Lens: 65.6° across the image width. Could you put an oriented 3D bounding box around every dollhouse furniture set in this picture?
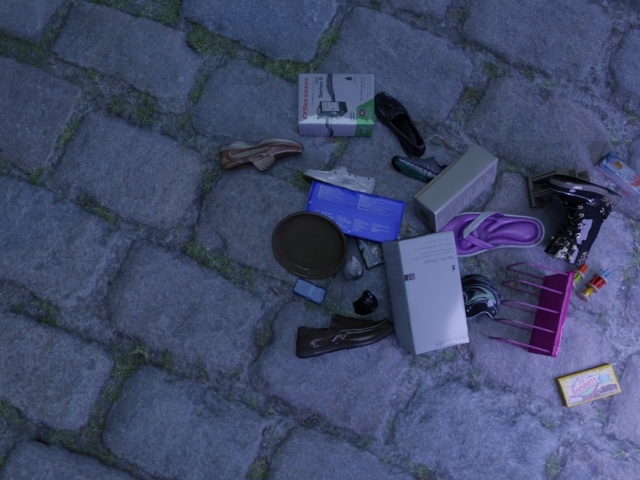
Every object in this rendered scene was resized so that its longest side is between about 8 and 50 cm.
[{"bbox_3d":[0.901,-0.193,1.867,0.184,0.129,0.129,1,81,-30],"label":"dollhouse furniture set"}]

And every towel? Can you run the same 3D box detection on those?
[{"bbox_3d":[-0.040,0.189,1.839,0.119,0.029,0.067,25,82,3],"label":"towel"}]

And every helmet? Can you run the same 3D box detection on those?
[{"bbox_3d":[0.555,0.204,1.772,0.162,0.169,0.169,-13,82,7],"label":"helmet"}]

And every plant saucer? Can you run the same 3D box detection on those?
[{"bbox_3d":[-0.038,0.015,1.793,0.278,0.041,0.278,5,119,9],"label":"plant saucer"}]

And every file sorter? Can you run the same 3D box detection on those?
[{"bbox_3d":[0.729,0.236,1.745,0.182,0.202,0.290,16,82,4],"label":"file sorter"}]

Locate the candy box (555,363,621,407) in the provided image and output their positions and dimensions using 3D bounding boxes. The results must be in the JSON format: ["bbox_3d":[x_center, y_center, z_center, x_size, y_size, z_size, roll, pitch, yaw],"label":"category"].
[{"bbox_3d":[0.965,0.521,1.789,0.206,0.027,0.105,-15,78,-2],"label":"candy box"}]

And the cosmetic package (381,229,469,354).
[{"bbox_3d":[0.357,0.173,1.702,0.217,0.156,0.385,-11,91,-15],"label":"cosmetic package"}]

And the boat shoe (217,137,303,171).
[{"bbox_3d":[-0.223,-0.317,1.880,0.324,0.123,0.116,-4,88,6],"label":"boat shoe"}]

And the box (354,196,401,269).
[{"bbox_3d":[0.207,-0.026,1.863,0.159,0.044,0.233,-20,82,-1],"label":"box"}]

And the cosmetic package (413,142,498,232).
[{"bbox_3d":[0.494,-0.190,1.818,0.309,0.160,0.113,-41,62,-8],"label":"cosmetic package"}]

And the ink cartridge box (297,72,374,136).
[{"bbox_3d":[0.057,-0.516,1.898,0.289,0.121,0.211,0,81,1],"label":"ink cartridge box"}]

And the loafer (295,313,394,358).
[{"bbox_3d":[0.080,0.322,1.766,0.366,0.134,0.130,-13,82,-2],"label":"loafer"}]

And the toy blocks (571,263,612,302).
[{"bbox_3d":[0.991,0.135,1.833,0.148,0.054,0.123,-43,84,-6],"label":"toy blocks"}]

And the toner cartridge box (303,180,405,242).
[{"bbox_3d":[0.121,-0.096,1.813,0.348,0.075,0.165,14,82,3],"label":"toner cartridge box"}]

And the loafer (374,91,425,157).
[{"bbox_3d":[0.310,-0.458,1.902,0.109,0.095,0.302,-33,83,-5],"label":"loafer"}]

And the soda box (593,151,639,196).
[{"bbox_3d":[1.141,-0.249,1.886,0.183,0.063,0.058,43,83,6],"label":"soda box"}]

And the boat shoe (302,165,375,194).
[{"bbox_3d":[0.073,-0.234,1.873,0.277,0.098,0.096,15,81,-7],"label":"boat shoe"}]

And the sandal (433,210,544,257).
[{"bbox_3d":[0.622,-0.038,1.834,0.416,0.102,0.169,-7,79,1],"label":"sandal"}]

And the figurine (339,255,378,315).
[{"bbox_3d":[0.140,0.157,1.753,0.092,0.209,0.215,-22,82,-3],"label":"figurine"}]

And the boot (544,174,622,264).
[{"bbox_3d":[0.875,-0.068,1.725,0.377,0.138,0.284,7,109,-40],"label":"boot"}]

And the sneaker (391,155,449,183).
[{"bbox_3d":[0.380,-0.288,1.894,0.224,0.083,0.098,24,72,-7],"label":"sneaker"}]
